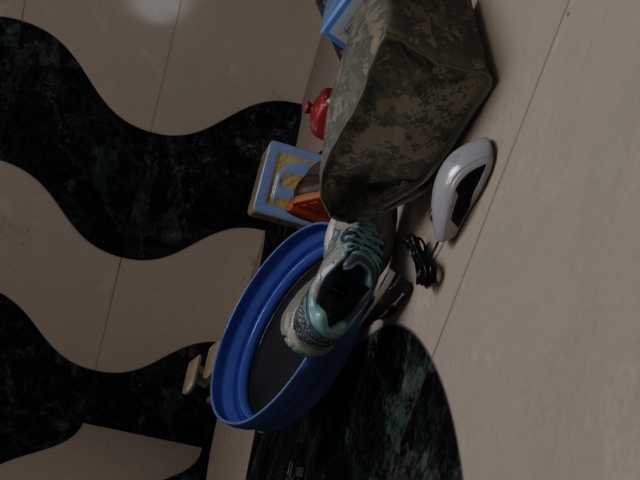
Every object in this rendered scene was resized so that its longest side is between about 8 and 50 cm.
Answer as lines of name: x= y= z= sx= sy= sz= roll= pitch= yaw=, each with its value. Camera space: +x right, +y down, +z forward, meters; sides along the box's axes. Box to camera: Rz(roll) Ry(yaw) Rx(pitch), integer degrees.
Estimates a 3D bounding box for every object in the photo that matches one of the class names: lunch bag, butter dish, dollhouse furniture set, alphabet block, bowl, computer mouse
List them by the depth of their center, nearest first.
computer mouse: x=0.142 y=-0.039 z=0.787 sx=0.106 sy=0.042 sz=0.193 roll=-87 pitch=15 yaw=-56
lunch bag: x=0.093 y=-0.186 z=0.927 sx=0.235 sy=0.169 sz=0.287 roll=-85 pitch=18 yaw=-47
bowl: x=-0.056 y=0.152 z=1.189 sx=0.391 sy=0.077 sz=0.391 roll=-45 pitch=26 yaw=29
dollhouse furniture set: x=-0.141 y=0.318 z=1.409 sx=0.242 sy=0.212 sz=0.161 roll=-39 pitch=29 yaw=31
butter dish: x=0.012 y=-0.341 z=1.800 sx=0.160 sy=0.118 sz=0.159 roll=-89 pitch=16 yaw=-55
alphabet block: x=-0.079 y=-0.139 z=1.812 sx=0.197 sy=0.192 sz=0.193 roll=172 pitch=114 yaw=-79

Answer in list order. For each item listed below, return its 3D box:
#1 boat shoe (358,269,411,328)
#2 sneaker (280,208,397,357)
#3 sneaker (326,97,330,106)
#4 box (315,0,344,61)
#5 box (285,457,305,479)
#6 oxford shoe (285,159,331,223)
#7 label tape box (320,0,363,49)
boat shoe: x=0.087 y=0.088 z=0.925 sx=0.046 sy=0.038 sz=0.125 roll=-57 pitch=-5 yaw=-46
sneaker: x=0.054 y=0.033 z=0.941 sx=0.283 sy=0.110 sz=0.122 roll=-64 pitch=11 yaw=-24
sneaker: x=0.074 y=-0.286 z=1.352 sx=0.090 sy=0.115 sz=0.232 roll=179 pitch=106 yaw=-80
box: x=0.054 y=-0.513 z=1.638 sx=0.159 sy=0.044 sz=0.233 roll=-85 pitch=-26 yaw=-49
box: x=-0.050 y=0.445 z=1.229 sx=0.067 sy=0.018 sz=0.083 roll=152 pitch=133 yaw=-77
oxford shoe: x=0.014 y=-0.109 z=1.356 sx=0.132 sy=0.130 sz=0.364 roll=-71 pitch=17 yaw=-5
label tape box: x=0.118 y=-0.566 z=1.389 sx=0.249 sy=0.115 sz=0.347 roll=-48 pitch=21 yaw=35
